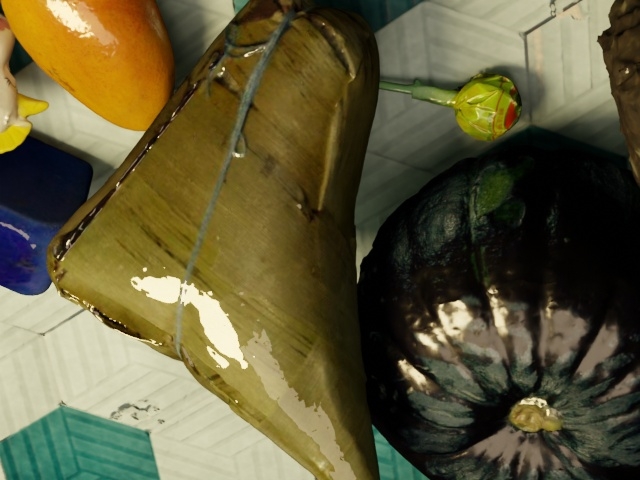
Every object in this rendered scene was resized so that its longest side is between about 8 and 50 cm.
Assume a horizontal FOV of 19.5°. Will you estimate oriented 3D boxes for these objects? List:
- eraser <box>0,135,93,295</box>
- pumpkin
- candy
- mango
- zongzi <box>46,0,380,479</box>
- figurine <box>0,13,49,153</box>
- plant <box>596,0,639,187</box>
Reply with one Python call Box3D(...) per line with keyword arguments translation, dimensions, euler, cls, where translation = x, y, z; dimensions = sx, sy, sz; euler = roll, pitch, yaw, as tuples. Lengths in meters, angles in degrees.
Box3D(translation=(-0.385, -0.071, 1.736), dimensions=(0.332, 0.155, 0.101), euler=(24, 124, -13), cls="eraser")
Box3D(translation=(0.199, 0.088, 1.733), dimensions=(0.363, 0.266, 0.363), euler=(3, 132, 3), cls="pumpkin")
Box3D(translation=(0.090, -0.137, 1.716), dimensions=(0.194, 0.062, 0.058), euler=(12, 172, 7), cls="candy")
Box3D(translation=(-0.206, -0.184, 1.668), dimensions=(0.141, 0.102, 0.217), euler=(-17, 121, 24), cls="mango")
Box3D(translation=(0.000, 0.000, 1.632), dimensions=(0.393, 0.174, 0.356), euler=(39, 99, 16), cls="zongzi")
Box3D(translation=(-0.335, -0.150, 1.698), dimensions=(0.178, 0.130, 0.109), euler=(10, 169, -13), cls="figurine")
Box3D(translation=(0.341, -0.174, 1.556), dimensions=(0.213, 0.215, 0.312), euler=(-11, 123, 7), cls="plant")
